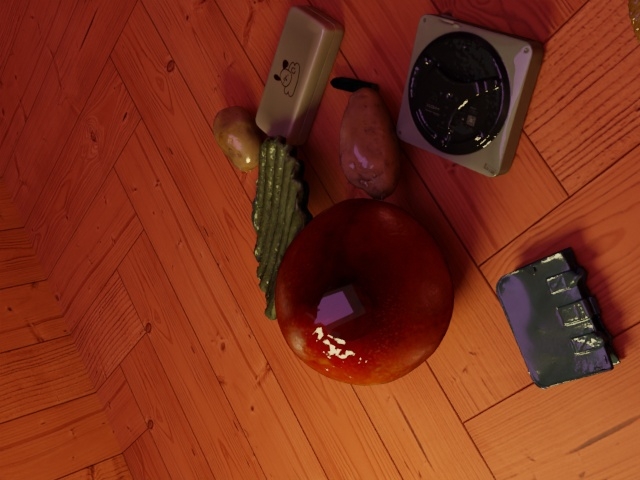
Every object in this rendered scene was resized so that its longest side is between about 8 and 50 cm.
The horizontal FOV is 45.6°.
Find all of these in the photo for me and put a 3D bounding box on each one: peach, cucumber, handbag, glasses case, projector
[{"bbox_3d":[0.078,0.110,1.534,0.388,0.388,0.388,12,108,43],"label":"peach"},{"bbox_3d":[0.072,-0.343,1.691,0.133,0.032,0.032,22,114,42],"label":"cucumber"},{"bbox_3d":[0.441,0.144,1.410,0.179,0.062,0.229,-30,77,42],"label":"handbag"},{"bbox_3d":[-0.053,-0.381,1.781,0.131,0.070,0.312,43,126,31],"label":"glasses case"},{"bbox_3d":[0.273,-0.282,1.465,0.257,0.079,0.259,30,121,37],"label":"projector"}]

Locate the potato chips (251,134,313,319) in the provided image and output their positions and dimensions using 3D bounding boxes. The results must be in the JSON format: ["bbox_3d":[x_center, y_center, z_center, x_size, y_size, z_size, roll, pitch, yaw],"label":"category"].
[{"bbox_3d":[-0.106,-0.028,1.823,0.358,0.070,0.429,-115,32,-48],"label":"potato chips"}]

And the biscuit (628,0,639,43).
[{"bbox_3d":[0.581,-0.365,1.131,0.254,0.035,0.254,28,133,34],"label":"biscuit"}]

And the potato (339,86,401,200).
[{"bbox_3d":[0.099,-0.201,1.598,0.128,0.161,0.234,-11,100,21],"label":"potato"}]

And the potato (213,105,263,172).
[{"bbox_3d":[-0.207,-0.259,1.939,0.118,0.109,0.178,-30,82,22],"label":"potato"}]
